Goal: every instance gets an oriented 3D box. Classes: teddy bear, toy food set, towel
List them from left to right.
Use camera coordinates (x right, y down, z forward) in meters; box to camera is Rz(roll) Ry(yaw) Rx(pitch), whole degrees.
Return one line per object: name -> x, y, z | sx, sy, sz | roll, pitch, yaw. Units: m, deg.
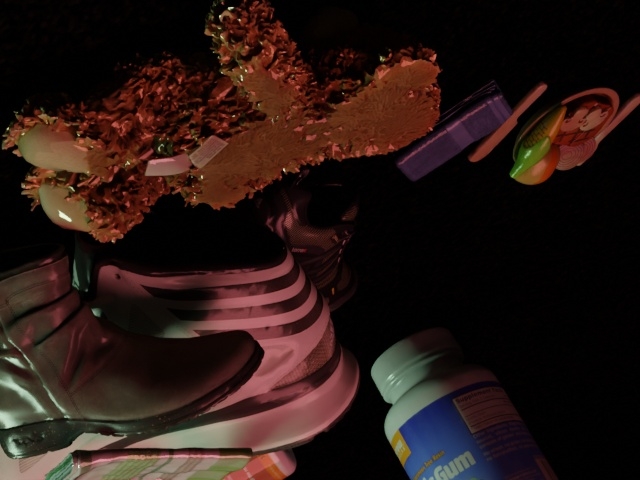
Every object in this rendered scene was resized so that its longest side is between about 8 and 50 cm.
towel -> -0.144, 0.193, 1.323 | 0.152, 0.023, 0.113 | 2, 161, -22
teddy bear -> -0.079, -0.103, 1.228 | 0.338, 0.113, 0.245 | -25, 148, 7
towel -> 0.122, -0.104, 1.496 | 0.119, 0.029, 0.067 | -34, 154, 6
toy food set -> 0.251, -0.105, 1.618 | 0.192, 0.038, 0.132 | -2, 142, -45

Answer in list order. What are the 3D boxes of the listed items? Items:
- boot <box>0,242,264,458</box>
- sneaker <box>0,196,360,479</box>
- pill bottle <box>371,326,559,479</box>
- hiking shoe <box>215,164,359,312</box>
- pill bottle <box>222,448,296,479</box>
boot -> -0.182, 0.073, 1.259 | 0.247, 0.161, 0.083 | -16, -160, 15
sneaker -> -0.212, 0.088, 1.409 | 0.448, 0.169, 0.257 | -16, 123, 9
pill bottle -> 0.170, 0.243, 1.893 | 0.152, 0.272, 0.152 | -25, 154, -13
hiking shoe -> 0.000, 0.000, 1.491 | 0.114, 0.086, 0.227 | -33, 154, 13
pill bottle -> -0.146, 0.255, 1.761 | 0.216, 0.121, 0.121 | -31, 154, 2
